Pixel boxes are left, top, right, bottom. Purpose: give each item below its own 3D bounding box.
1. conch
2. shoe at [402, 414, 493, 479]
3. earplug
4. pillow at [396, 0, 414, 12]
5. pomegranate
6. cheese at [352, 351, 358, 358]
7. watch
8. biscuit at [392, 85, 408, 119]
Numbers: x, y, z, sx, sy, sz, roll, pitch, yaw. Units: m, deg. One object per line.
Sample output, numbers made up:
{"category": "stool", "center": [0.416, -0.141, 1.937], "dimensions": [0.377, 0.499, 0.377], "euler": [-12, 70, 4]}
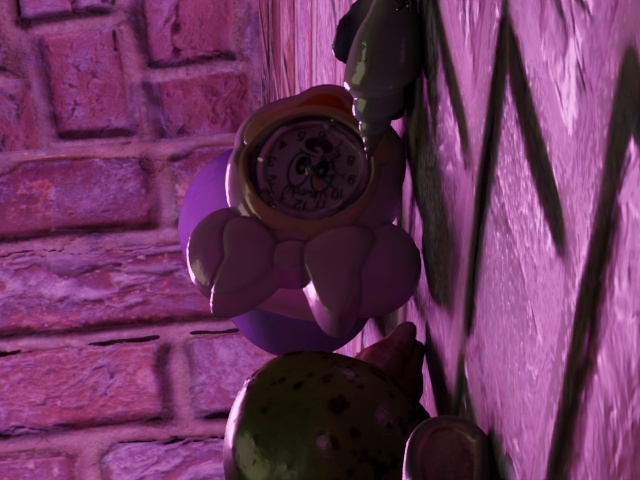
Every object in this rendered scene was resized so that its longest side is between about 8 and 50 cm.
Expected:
{"category": "conch", "center": [0.051, -0.155, 1.621], "dimensions": [0.088, 0.065, 0.180], "euler": [-137, 55, -69]}
{"category": "shoe", "center": [0.092, 0.206, 1.391], "dimensions": [0.078, 0.079, 0.195], "euler": [68, -163, -53]}
{"category": "earplug", "center": [-0.043, 0.021, 2.249], "dimensions": [0.456, 0.215, 0.215], "euler": [-129, 34, -76]}
{"category": "pillow", "center": [0.055, -0.301, 1.510], "dimensions": [0.141, 0.055, 0.208], "euler": [75, -172, -63]}
{"category": "pomegranate", "center": [0.025, 0.170, 1.714], "dimensions": [0.248, 0.214, 0.214], "euler": [-58, -18, -33]}
{"category": "cheese", "center": [0.030, 0.213, 2.455], "dimensions": [0.092, 0.048, 0.171], "euler": [-98, 5, -47]}
{"category": "watch", "center": [0.000, 0.000, 1.818], "dimensions": [0.217, 0.211, 0.248], "euler": [84, -162, -65]}
{"category": "biscuit", "center": [0.059, -0.199, 1.730], "dimensions": [0.188, 0.027, 0.187], "euler": [174, 90, -85]}
